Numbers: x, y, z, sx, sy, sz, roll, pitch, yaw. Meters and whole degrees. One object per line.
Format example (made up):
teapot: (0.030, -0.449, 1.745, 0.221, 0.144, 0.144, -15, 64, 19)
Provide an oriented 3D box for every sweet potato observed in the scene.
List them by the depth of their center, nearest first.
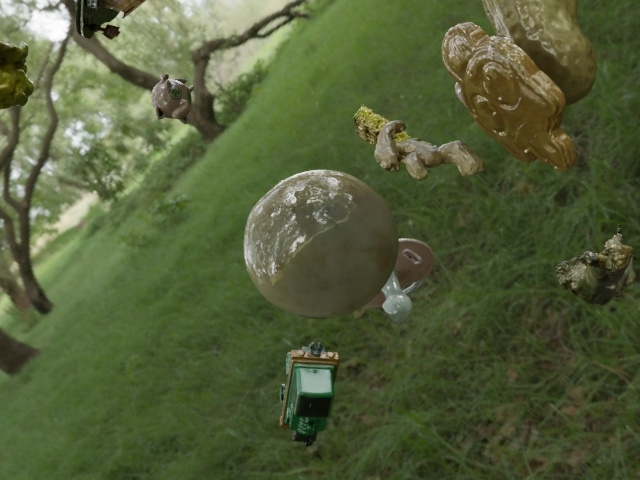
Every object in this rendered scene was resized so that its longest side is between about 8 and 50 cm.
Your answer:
sweet potato: (0.481, -0.488, 2.263, 0.068, 0.068, 0.226, -38, 23, 35)

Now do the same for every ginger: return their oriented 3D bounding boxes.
ginger: (0.231, -0.183, 1.503, 0.149, 0.258, 0.065, -48, -30, -24)

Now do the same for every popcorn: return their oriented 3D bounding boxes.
popcorn: (-0.691, -0.342, 1.382, 0.198, 0.197, 0.156, -96, 5, -71)

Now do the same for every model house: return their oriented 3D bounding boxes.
model house: (-0.459, -0.602, 1.633, 0.294, 0.153, 0.207, -78, 3, -56)

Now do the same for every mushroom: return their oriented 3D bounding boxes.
mushroom: (0.000, 0.000, 1.585, 0.362, 0.362, 0.295, -44, 20, 16)

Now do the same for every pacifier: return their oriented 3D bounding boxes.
pacifier: (0.209, 0.124, 2.107, 0.332, 0.220, 0.273, -38, 5, 23)

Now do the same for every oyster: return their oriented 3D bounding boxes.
oyster: (0.688, 0.068, 1.638, 0.197, 0.337, 0.133, -10, 65, 5)

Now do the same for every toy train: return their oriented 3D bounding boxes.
toy train: (-0.037, 0.539, 2.315, 0.249, 0.178, 0.430, -98, 15, -57)

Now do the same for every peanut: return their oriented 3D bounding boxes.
peanut: (0.477, -0.475, 1.474, 0.192, 0.388, 0.169, -20, -4, -21)

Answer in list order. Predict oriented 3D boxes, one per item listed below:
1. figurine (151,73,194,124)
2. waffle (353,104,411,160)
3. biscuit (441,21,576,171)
figurine: (-0.436, -0.416, 1.995, 0.125, 0.125, 0.138, 168, 101, -66)
waffle: (0.197, -0.289, 1.934, 0.055, 0.210, 0.160, -55, -11, -4)
biscuit: (0.374, -0.282, 1.377, 0.051, 0.376, 0.269, -36, -16, -11)
